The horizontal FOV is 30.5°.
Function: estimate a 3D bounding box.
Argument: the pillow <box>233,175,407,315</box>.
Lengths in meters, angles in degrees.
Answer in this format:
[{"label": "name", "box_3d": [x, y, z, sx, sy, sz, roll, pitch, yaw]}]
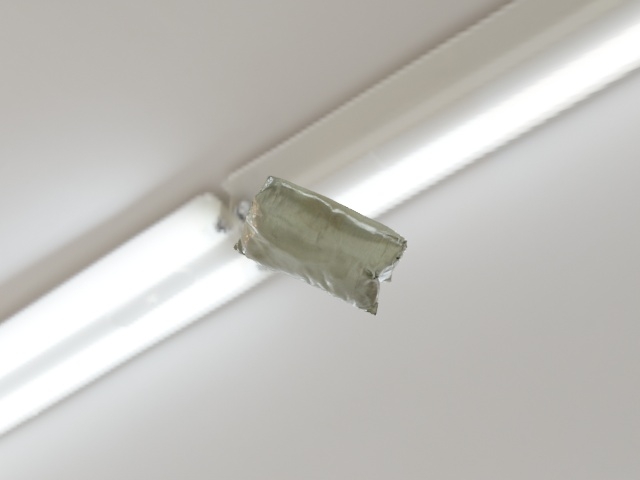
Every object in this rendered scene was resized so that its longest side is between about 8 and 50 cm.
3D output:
[{"label": "pillow", "box_3d": [0.000, 0.000, 1.288, 0.181, 0.078, 0.134, 22, -28, 3]}]
